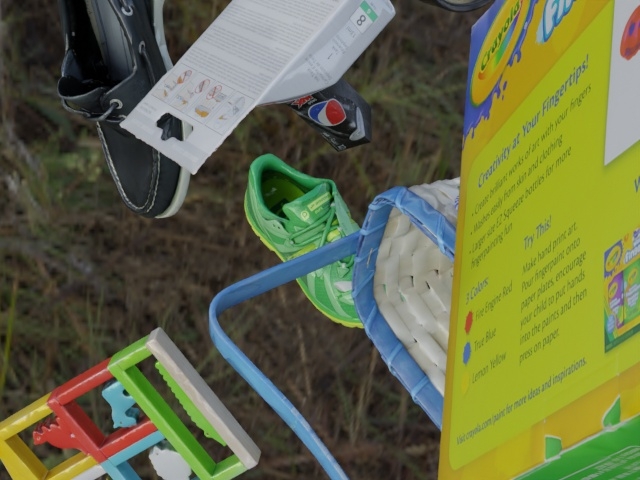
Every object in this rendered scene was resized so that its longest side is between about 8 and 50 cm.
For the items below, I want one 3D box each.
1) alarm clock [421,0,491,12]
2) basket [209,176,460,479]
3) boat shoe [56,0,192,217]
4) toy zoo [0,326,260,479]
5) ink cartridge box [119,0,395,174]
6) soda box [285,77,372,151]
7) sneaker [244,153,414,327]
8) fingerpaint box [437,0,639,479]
[{"bbox_3d":[0.150,-0.297,1.398,0.192,0.129,0.064,-1,19,-30],"label":"alarm clock"},{"bbox_3d":[0.090,0.076,1.085,0.289,0.201,0.255,-31,61,-22],"label":"basket"},{"bbox_3d":[-0.209,-0.172,1.369,0.127,0.340,0.113,20,31,38],"label":"boat shoe"},{"bbox_3d":[-0.240,0.242,1.579,0.192,0.293,0.030,54,20,-16],"label":"toy zoo"},{"bbox_3d":[-0.059,-0.152,1.246,0.224,0.056,0.181,-51,33,-5],"label":"ink cartridge box"},{"bbox_3d":[0.002,-0.181,1.772,0.053,0.169,0.060,-16,56,30],"label":"soda box"},{"bbox_3d":[0.000,0.000,1.712,0.109,0.123,0.295,-39,58,-18],"label":"sneaker"},{"bbox_3d":[0.222,-0.051,0.775,0.163,0.445,0.371,11,67,-11],"label":"fingerpaint box"}]
